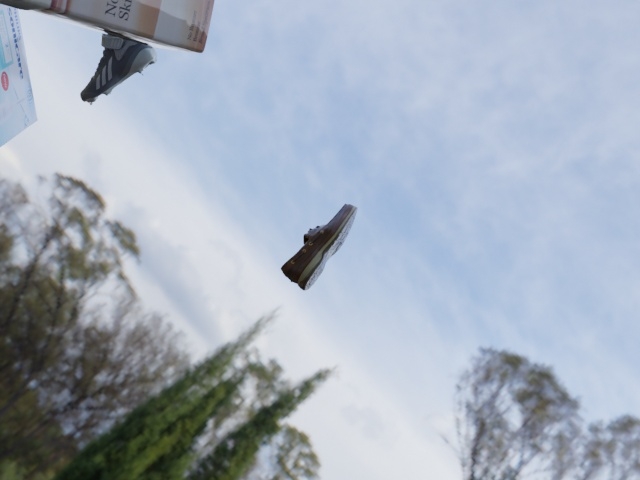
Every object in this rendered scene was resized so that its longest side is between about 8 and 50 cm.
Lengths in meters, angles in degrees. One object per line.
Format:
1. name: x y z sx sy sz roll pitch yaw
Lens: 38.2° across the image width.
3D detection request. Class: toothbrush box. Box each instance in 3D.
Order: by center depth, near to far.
1. toothbrush box: -0.567 -0.249 1.442 0.295 0.126 0.216 -82 169 -69

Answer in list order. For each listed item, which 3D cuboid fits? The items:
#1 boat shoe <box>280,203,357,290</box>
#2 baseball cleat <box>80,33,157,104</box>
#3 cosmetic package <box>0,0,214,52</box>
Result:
1. boat shoe: 0.000 0.000 1.554 0.060 0.178 0.064 32 -23 13
2. baseball cleat: -0.420 -0.356 1.843 0.206 0.072 0.109 -26 -69 25
3. cosmetic package: -0.297 -0.367 1.278 0.129 0.296 0.153 17 -82 43
